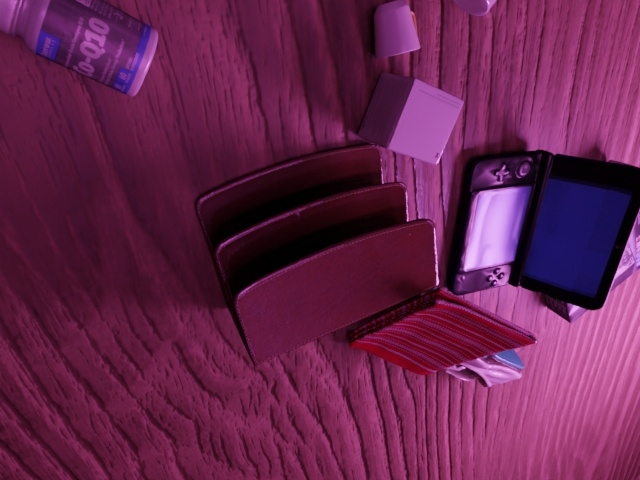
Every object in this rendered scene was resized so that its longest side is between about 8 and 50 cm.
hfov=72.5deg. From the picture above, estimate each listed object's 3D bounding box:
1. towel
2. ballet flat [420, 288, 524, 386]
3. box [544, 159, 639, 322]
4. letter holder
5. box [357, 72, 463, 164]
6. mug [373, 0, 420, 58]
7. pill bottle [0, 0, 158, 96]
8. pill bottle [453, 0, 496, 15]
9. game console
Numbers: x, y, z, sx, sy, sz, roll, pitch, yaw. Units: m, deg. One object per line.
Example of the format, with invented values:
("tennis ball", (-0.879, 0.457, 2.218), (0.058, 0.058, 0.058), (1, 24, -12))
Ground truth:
("towel", (0.192, 0.172, 0.757), (0.198, 0.031, 0.275), (26, 146, -15))
("ballet flat", (0.299, 0.233, 0.929), (0.400, 0.139, 0.139), (34, 96, -36))
("box", (0.612, 0.011, 0.993), (0.242, 0.076, 0.307), (-36, 126, -5))
("letter holder", (0.000, 0.000, 0.632), (0.301, 0.152, 0.215), (-20, 120, -17))
("box", (0.130, -0.179, 0.643), (0.101, 0.087, 0.102), (11, 110, -31))
("mug", (0.101, -0.291, 0.599), (0.062, 0.078, 0.064), (-9, 114, 14))
("pill bottle", (-0.244, -0.211, 0.440), (0.137, 0.078, 0.078), (19, 105, -33))
("pill bottle", (0.249, -0.399, 0.587), (0.094, 0.094, 0.169), (31, 98, -35))
("game console", (0.404, -0.004, 0.812), (0.250, 0.173, 0.293), (-9, 118, -19))
